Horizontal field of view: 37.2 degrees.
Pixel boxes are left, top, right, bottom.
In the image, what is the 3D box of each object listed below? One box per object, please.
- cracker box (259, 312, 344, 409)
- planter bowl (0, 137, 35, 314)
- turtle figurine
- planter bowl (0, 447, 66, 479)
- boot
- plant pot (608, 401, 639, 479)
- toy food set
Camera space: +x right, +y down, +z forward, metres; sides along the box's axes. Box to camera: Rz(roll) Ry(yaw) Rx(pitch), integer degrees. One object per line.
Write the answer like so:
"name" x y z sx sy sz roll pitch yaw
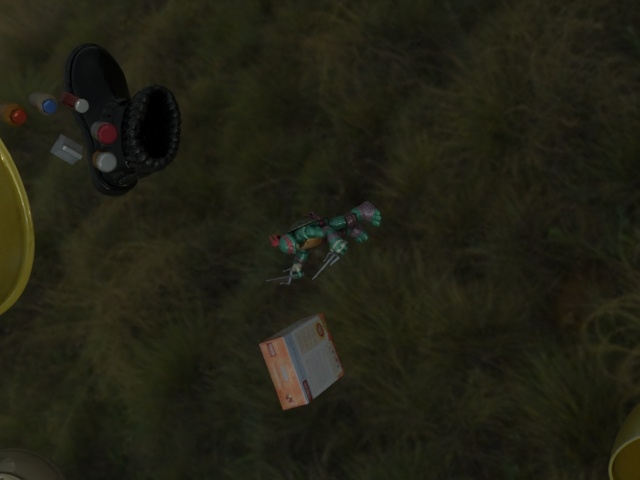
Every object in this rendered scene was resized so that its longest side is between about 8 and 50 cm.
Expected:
"cracker box" -0.038 0.266 2.130 0.067 0.156 0.232 -19 1 23
"planter bowl" -0.310 -0.016 0.645 0.217 0.217 0.090 -35 8 34
"turtle figurine" 0.000 0.000 1.853 0.234 0.118 0.175 -24 2 -30
"planter bowl" -0.407 0.348 1.225 0.109 0.162 0.162 125 168 -73
"boot" -0.399 -0.276 1.927 0.260 0.131 0.348 -27 79 56
"plant pot" 0.380 0.217 1.025 0.134 0.134 0.095 -34 21 34
"toy food set" -0.452 -0.203 1.718 0.111 0.232 0.104 -59 31 -4
